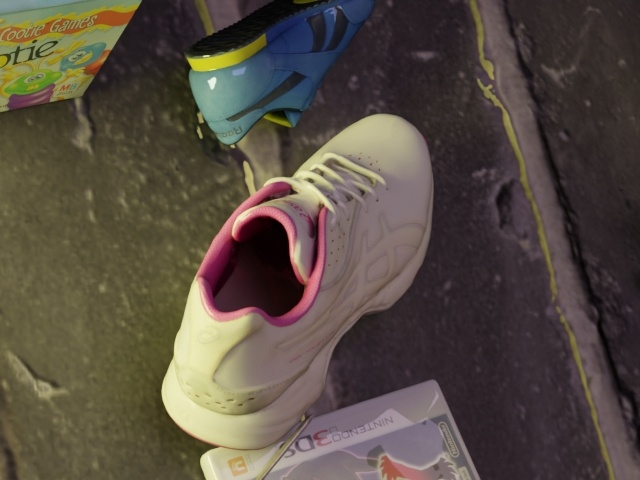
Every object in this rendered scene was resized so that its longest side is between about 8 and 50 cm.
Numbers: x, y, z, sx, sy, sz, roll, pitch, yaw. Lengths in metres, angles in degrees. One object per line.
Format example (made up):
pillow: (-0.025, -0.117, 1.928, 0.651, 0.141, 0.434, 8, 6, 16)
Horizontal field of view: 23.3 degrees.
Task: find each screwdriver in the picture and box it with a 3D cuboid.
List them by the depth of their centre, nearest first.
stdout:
screwdriver: (-0.054, 0.177, 0.993, 0.025, 0.024, 0.170, 39, 68, 18)

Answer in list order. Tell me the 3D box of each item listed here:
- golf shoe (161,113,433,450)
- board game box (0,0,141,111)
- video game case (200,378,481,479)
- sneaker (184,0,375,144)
golf shoe: (0.000, 0.000, 1.057, 0.115, 0.140, 0.306, 21, 51, 15)
board game box: (-0.254, -0.236, 1.053, 0.144, 0.142, 0.275, -16, 73, -34)
video game case: (0.038, 0.208, 1.034, 0.183, 0.023, 0.201, -15, 71, -26)
sneaker: (-0.024, -0.137, 1.184, 0.209, 0.069, 0.082, -37, 119, -45)
